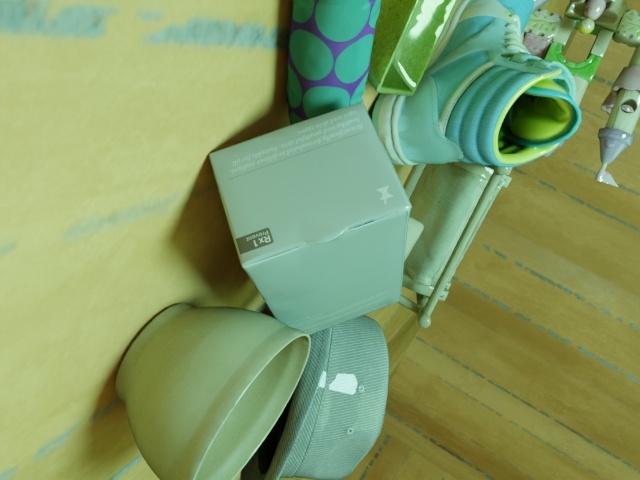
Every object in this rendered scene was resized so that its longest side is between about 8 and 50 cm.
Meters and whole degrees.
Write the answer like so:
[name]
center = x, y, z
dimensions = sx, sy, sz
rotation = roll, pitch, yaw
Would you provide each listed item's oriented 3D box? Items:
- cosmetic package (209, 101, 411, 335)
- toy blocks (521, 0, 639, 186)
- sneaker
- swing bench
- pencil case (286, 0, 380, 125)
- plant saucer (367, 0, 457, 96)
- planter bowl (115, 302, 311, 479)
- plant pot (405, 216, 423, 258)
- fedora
[cosmetic package]
center = 0.000, 0.000, 0.542
dimensions = 0.127, 0.107, 0.238
rotation = -19, 155, -4
[toy blocks]
center = 0.388, -0.259, 1.002
dimensions = 0.260, 0.288, 0.309
rotation = -66, 167, 3
[sneaker]
center = 0.223, -0.195, 0.729
dimensions = 0.319, 0.208, 0.127
rotation = -54, 135, -21
[swing bench]
center = 0.171, -0.046, 0.948
dimensions = 0.255, 0.165, 0.253
rotation = -27, 143, -63
[pencil case]
center = 0.011, -0.143, 0.470
dimensions = 0.070, 0.064, 0.151
rotation = -33, 153, -26
[plant saucer]
center = 0.090, -0.228, 0.569
dimensions = 0.188, 0.045, 0.188
rotation = -66, 170, 18
[planter bowl]
center = -0.097, 0.120, 0.522
dimensions = 0.162, 0.109, 0.162
rotation = -53, 163, -25
[plant pot]
center = 0.038, -0.007, 0.735
dimensions = 0.109, 0.109, 0.096
rotation = -60, 152, 0
[fedora]
center = 0.003, 0.188, 0.760
dimensions = 0.244, 0.124, 0.275
rotation = 169, -62, -78
